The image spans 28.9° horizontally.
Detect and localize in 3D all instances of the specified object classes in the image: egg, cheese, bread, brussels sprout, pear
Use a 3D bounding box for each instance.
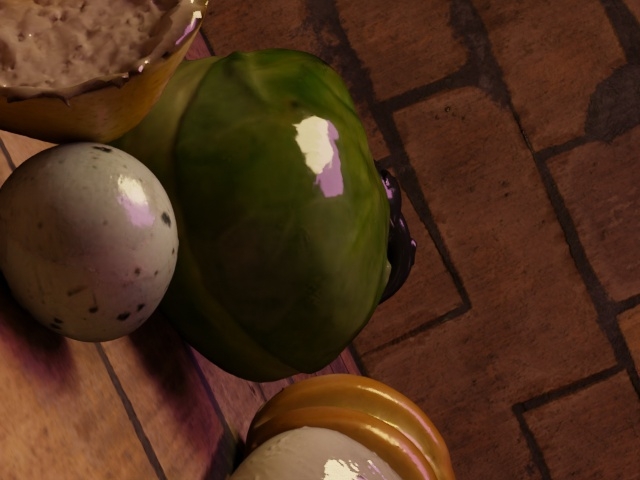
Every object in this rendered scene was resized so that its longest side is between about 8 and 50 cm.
[{"bbox_3d":[-0.165,0.008,0.873,0.131,0.131,0.164,-111,-162,-45],"label":"egg"},{"bbox_3d":[-0.004,0.256,1.036,0.189,0.198,0.154,48,-30,-6],"label":"cheese"},{"bbox_3d":[0.053,0.300,1.319,0.315,0.211,0.270,61,5,-13],"label":"bread"},{"bbox_3d":[-0.067,-0.049,1.255,0.314,0.276,0.371,54,16,-26],"label":"brussels sprout"},{"bbox_3d":[-0.212,-0.153,0.897,0.178,0.267,0.266,109,-36,-54],"label":"pear"}]

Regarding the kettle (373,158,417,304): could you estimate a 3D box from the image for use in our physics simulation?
[{"bbox_3d":[0.000,0.000,1.920,0.207,0.290,0.268,-107,173,-72],"label":"kettle"}]
